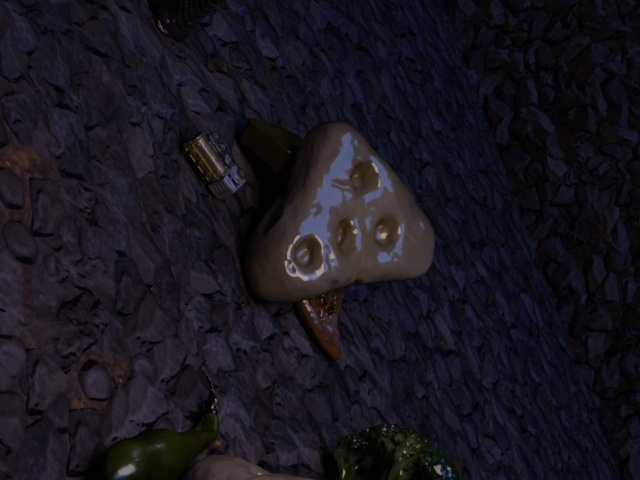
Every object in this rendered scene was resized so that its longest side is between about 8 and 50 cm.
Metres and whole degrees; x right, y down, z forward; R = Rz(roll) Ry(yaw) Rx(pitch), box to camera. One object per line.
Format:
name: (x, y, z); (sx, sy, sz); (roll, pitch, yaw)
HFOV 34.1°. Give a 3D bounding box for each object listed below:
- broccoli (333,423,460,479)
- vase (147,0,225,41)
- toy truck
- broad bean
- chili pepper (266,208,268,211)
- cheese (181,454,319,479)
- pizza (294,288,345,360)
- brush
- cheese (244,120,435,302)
broccoli: (0.126, 0.437, 1.705); (0.294, 0.265, 0.245); (36, 54, 23)
vase: (-0.178, -0.447, 1.815); (0.115, 0.237, 0.115); (43, 34, -39)
toy truck: (-0.183, -0.129, 1.761); (0.123, 0.052, 0.063); (56, 32, -20)
broad bean: (-0.207, 0.268, 1.386); (0.098, 0.056, 0.318); (58, 21, -4)
chili pepper: (0.000, 0.000, 1.998); (0.122, 0.065, 0.279); (55, 13, 24)
cheese: (-0.087, 0.420, 1.400); (0.248, 0.251, 0.173); (-71, 160, -4)
pizza: (0.016, 0.116, 1.950); (0.185, 0.052, 0.195); (63, 25, -16)
brush: (-0.062, -0.163, 1.965); (0.123, 0.059, 0.197); (44, 15, 26)
cheese: (0.053, 0.009, 1.855); (0.328, 0.129, 0.351); (38, 64, -27)
